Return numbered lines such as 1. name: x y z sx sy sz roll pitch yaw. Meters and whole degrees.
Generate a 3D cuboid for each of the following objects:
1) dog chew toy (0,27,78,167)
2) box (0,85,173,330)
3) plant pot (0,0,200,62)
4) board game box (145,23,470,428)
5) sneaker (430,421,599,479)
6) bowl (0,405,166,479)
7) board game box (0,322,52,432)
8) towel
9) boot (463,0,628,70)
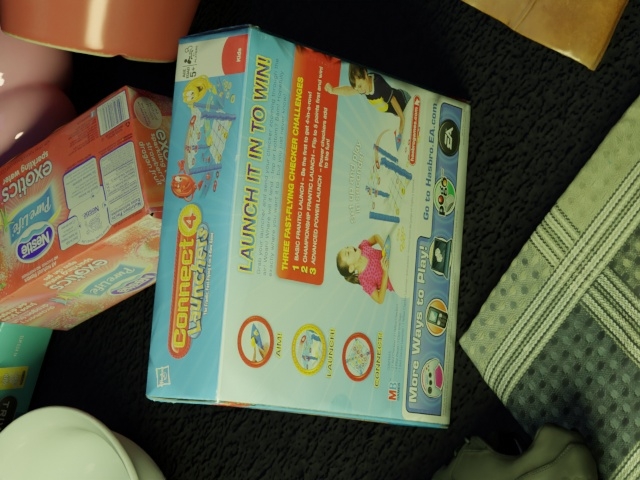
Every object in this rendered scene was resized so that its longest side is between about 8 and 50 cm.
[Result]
1. dog chew toy: -0.380 -0.211 1.878 0.207 0.207 0.331 -39 65 30
2. box: -0.241 -0.026 1.744 0.300 0.142 0.154 -28 63 35
3. plant pot: -0.227 -0.326 1.730 0.275 0.275 0.243 20 104 43
4. board game box: 0.000 0.000 1.411 0.086 0.302 0.308 -2 80 42
5. sneaker: 0.133 0.230 1.372 0.286 0.109 0.130 -23 61 44
6. bowl: -0.236 0.323 1.674 0.298 0.134 0.297 -11 73 41
7. board game box: -0.463 0.210 1.941 0.254 0.079 0.336 23 97 43
8. towel: 0.288 0.069 1.317 0.324 0.056 0.312 -56 48 22
9. boot: 0.201 -0.329 1.413 0.264 0.096 0.280 35 111 8
